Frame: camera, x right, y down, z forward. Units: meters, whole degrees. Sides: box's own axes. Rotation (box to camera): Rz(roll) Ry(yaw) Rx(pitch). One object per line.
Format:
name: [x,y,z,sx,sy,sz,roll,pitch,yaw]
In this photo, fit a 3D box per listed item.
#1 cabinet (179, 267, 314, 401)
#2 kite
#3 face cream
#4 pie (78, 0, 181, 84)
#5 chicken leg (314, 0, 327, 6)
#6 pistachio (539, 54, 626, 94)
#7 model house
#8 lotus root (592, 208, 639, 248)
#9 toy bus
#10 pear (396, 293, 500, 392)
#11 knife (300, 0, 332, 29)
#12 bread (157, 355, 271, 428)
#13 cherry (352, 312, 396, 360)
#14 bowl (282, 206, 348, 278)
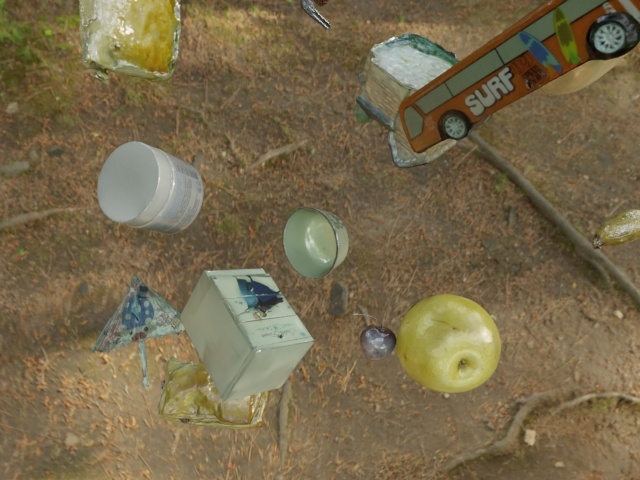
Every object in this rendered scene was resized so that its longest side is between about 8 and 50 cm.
cabinet: [-0.146,0.170,1.047,0.145,0.150,0.206,0,43,-46]
kite: [-0.583,0.286,1.738,0.405,0.014,0.369,-16,74,18]
face cream: [-0.366,-0.109,1.175,0.177,0.153,0.178,-5,79,25]
pie: [-0.201,-0.300,0.563,0.068,0.128,0.283,1,93,32]
chicken leg: [-0.005,-0.572,1.202,0.053,0.205,0.093,-34,99,3]
pistachio: [0.535,-0.408,1.121,0.187,0.299,0.188,0,93,-3]
model house: [0.244,-0.356,1.468,0.298,0.284,0.243,43,51,16]
lotus root: [0.616,-0.027,1.087,0.151,0.072,0.063,-23,74,-2]
toy bus: [0.258,-0.222,0.641,0.093,0.408,0.092,-39,99,-39]
pear: [0.430,0.348,1.839,0.347,0.348,0.349,4,59,-6]
knife: [-0.012,-0.646,1.542,0.031,0.121,0.018,-59,36,0]
bread: [-0.328,0.463,1.788,0.369,0.191,0.315,16,67,-14]
cherry: [0.170,0.353,1.898,0.188,0.148,0.115,14,51,-16]
bowl: [0.000,0.000,1.590,0.112,0.211,0.211,-14,58,-49]
